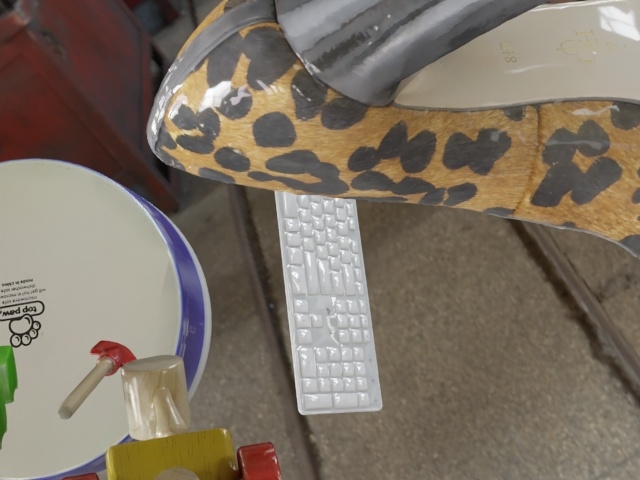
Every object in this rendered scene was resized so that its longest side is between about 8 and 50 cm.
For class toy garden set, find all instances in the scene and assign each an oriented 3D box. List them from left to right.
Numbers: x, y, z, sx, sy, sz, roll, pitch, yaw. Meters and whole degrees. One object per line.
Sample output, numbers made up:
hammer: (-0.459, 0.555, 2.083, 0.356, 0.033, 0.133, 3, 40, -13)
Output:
toy garden set: (-0.129, 0.091, 0.417, 0.204, 0.049, 0.244, -9, 10, -10)

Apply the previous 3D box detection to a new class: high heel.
high heel: (0.064, -0.028, 0.431, 0.186, 0.261, 0.093, -22, 53, 19)

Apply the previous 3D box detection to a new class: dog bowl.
dog bowl: (-0.231, 0.068, 0.909, 0.265, 0.265, 0.104, -38, -12, -1)

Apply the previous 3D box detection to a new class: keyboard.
keyboard: (0.000, 0.000, 0.803, 0.014, 0.072, 0.256, -23, 68, 47)
